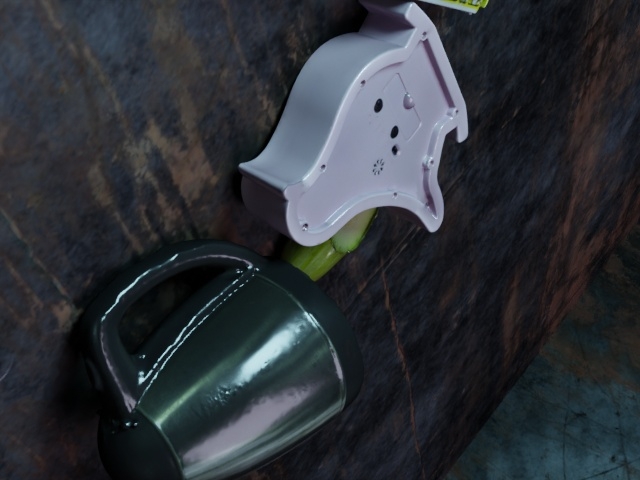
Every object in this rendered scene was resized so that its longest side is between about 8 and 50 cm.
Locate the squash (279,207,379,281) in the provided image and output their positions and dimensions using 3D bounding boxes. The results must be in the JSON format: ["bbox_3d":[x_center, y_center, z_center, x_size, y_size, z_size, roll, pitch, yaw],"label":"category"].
[{"bbox_3d":[0.003,0.000,1.224,0.200,0.075,0.090,-57,154,0],"label":"squash"}]

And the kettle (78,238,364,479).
[{"bbox_3d":[-0.112,0.151,1.035,0.271,0.207,0.250,-36,150,-36],"label":"kettle"}]

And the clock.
[{"bbox_3d":[0.054,-0.090,1.127,0.275,0.080,0.290,-53,141,-11],"label":"clock"}]

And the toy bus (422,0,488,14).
[{"bbox_3d":[0.114,-0.294,1.058,0.226,0.081,0.074,-12,130,-58],"label":"toy bus"}]
